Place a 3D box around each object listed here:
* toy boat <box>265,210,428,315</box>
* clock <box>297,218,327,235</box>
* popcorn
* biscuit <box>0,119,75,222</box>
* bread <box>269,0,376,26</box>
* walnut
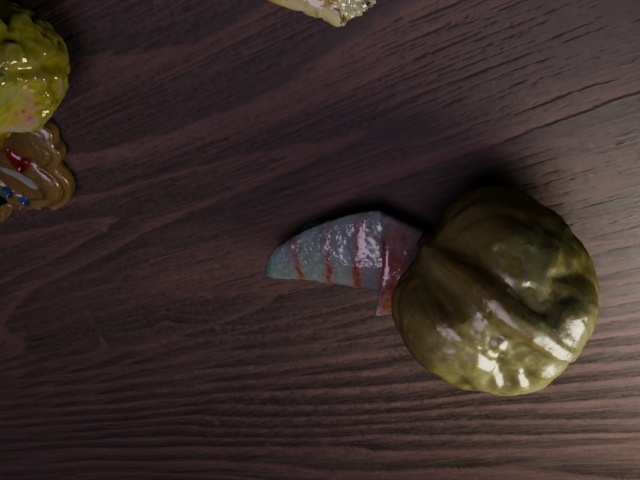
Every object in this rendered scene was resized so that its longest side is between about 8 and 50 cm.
[{"bbox_3d":[0.035,0.032,1.192,0.282,0.096,0.206,6,126,17],"label":"toy boat"},{"bbox_3d":[0.000,0.000,1.229,0.085,0.017,0.085,11,133,12],"label":"clock"},{"bbox_3d":[-0.513,-0.257,1.055,0.259,0.259,0.212,-47,68,42],"label":"popcorn"},{"bbox_3d":[-0.567,-0.120,1.321,0.320,0.047,0.183,-25,115,37],"label":"biscuit"},{"bbox_3d":[-0.009,-0.345,0.879,0.177,0.084,0.119,21,132,3],"label":"bread"},{"bbox_3d":[0.257,0.079,1.031,0.277,0.253,0.282,34,124,-18],"label":"walnut"}]
